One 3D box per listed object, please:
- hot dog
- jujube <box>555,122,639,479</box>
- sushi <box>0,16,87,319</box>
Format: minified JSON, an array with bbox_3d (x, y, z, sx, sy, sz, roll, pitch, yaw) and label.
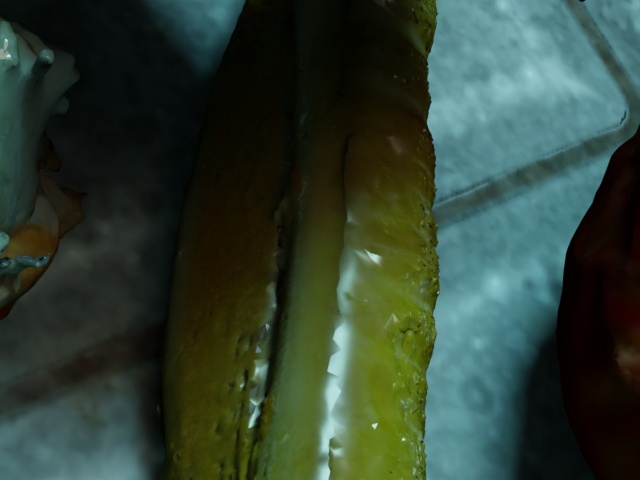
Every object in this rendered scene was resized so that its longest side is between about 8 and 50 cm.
[{"bbox_3d":[0.001,0.000,0.471,0.068,0.083,0.289,34,49,-35],"label":"hot dog"},{"bbox_3d":[0.194,0.014,0.472,0.213,0.232,0.213,38,27,-24],"label":"jujube"},{"bbox_3d":[-0.128,-0.018,0.354,0.226,0.103,0.097,-6,52,-50],"label":"sushi"}]
